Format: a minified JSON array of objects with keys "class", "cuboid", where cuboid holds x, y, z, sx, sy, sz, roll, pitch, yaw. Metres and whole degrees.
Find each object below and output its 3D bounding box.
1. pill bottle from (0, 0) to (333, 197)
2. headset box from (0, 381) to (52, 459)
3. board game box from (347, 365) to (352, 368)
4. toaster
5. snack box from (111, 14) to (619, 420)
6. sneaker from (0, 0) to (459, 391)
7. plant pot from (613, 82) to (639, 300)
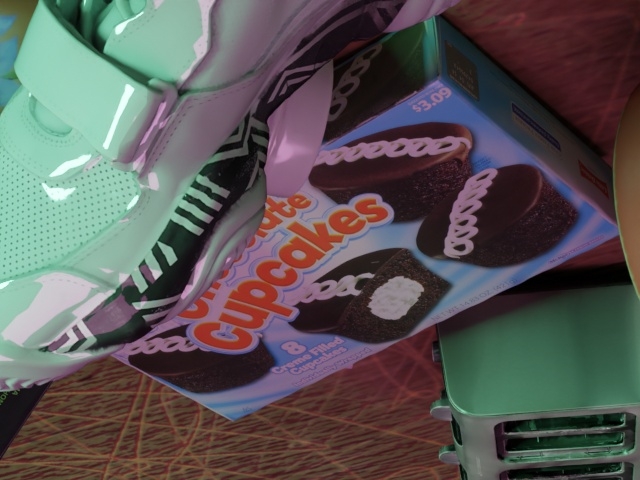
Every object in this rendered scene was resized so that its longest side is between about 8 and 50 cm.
[{"class":"pill bottle","cuboid":[-0.109,-0.086,0.824,0.216,0.121,0.121,10,145,-18]},{"class":"headset box","cuboid":[-0.284,-0.009,0.818,0.246,0.131,0.283,28,173,44]},{"class":"board game box","cuboid":[-0.015,0.060,1.141,0.090,0.020,0.090,4,145,-7]},{"class":"toaster","cuboid":[0.172,0.109,1.140,0.186,0.110,0.168,-5,148,6]},{"class":"snack box","cuboid":[0.000,0.000,0.994,0.322,0.060,0.187,-29,135,30]},{"class":"sneaker","cuboid":[-0.076,-0.116,0.654,0.366,0.137,0.210,-46,136,-3]},{"class":"plant pot","cuboid":[0.302,-0.029,0.815,0.243,0.275,0.275,-17,145,40]}]
